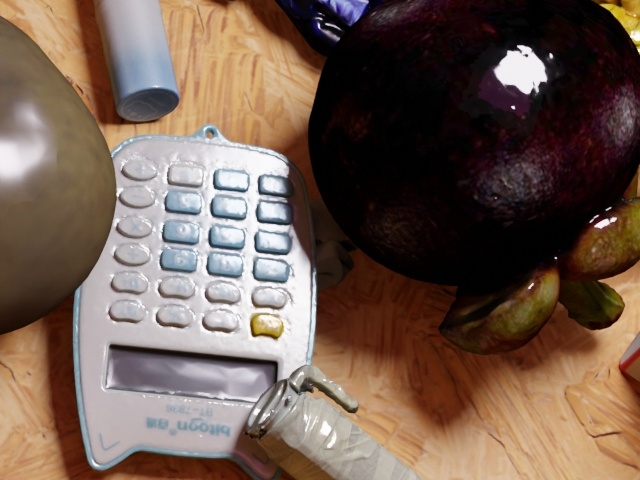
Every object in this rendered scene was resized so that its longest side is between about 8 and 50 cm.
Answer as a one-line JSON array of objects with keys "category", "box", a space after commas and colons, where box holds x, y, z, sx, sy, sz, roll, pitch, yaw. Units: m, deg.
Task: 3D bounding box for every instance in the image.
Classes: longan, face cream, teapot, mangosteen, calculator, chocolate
[{"category": "longan", "box": [-0.379, -0.069, 1.598, 0.361, 0.361, 0.361, 6, 62, -11]}, {"category": "face cream", "box": [-0.222, -0.262, 1.877, 0.077, 0.077, 0.250, -6, 63, -17]}, {"category": "teapot", "box": [0.024, 0.213, 1.657, 0.200, 0.077, 0.107, 40, 59, -16]}, {"category": "mangosteen", "box": [0.182, -0.080, 1.751, 0.382, 0.382, 0.435, -19, 103, -23]}, {"category": "calculator", "box": [-0.131, 0.060, 1.711, 0.256, 0.054, 0.386, 7, 75, -11]}, {"category": "chocolate", "box": [-0.060, -0.324, 1.914, 0.343, 0.148, 0.126, 35, 40, -14]}]

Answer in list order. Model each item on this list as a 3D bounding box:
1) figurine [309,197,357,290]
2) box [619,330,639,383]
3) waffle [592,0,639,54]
[{"category": "figurine", "box": [0.000, 0.000, 1.808, 0.094, 0.082, 0.086, 3, 45, -24]}, {"category": "box", "box": [0.566, 0.067, 1.756, 0.314, 0.312, 0.300, 34, 65, 6]}, {"category": "waffle", "box": [0.425, -0.220, 1.931, 0.324, 0.261, 0.151, 25, 85, 4]}]
